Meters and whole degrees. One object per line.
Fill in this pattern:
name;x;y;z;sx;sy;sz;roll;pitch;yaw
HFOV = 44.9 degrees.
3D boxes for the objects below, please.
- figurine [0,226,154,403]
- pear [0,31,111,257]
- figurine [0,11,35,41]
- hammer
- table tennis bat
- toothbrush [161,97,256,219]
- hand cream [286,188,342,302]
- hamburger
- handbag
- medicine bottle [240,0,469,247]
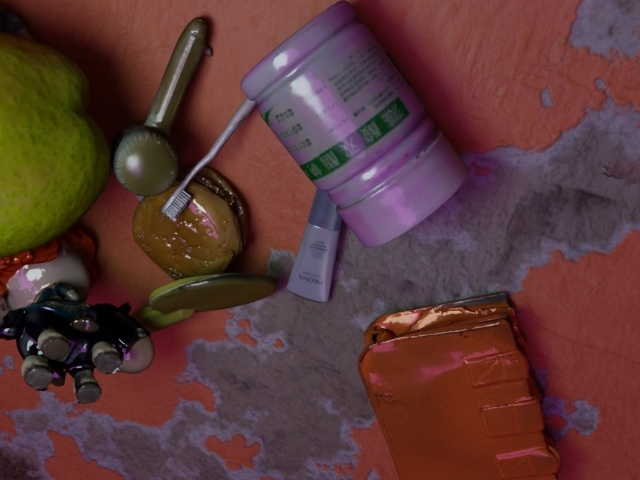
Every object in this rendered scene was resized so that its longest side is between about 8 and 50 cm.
figurine;-0.472;0.119;1.382;0.412;0.306;0.241;35;117;26
pear;-0.516;-0.146;1.205;0.391;0.391;0.391;6;116;13
figurine;-0.618;-0.403;1.306;0.224;0.205;0.382;-10;131;23
hammer;-0.257;-0.228;1.293;0.113;0.202;0.305;22;98;-24
table tennis bat;-0.238;0.114;1.436;0.368;0.224;0.054;-23;69;42
toothbrush;-0.164;-0.161;1.293;0.029;0.025;0.307;38;94;4
hand cream;0.000;0.000;1.371;0.079;0.048;0.255;17;118;6
hamburger;-0.231;-0.027;1.397;0.213;0.108;0.214;9;120;15
handbag;0.258;0.311;1.409;0.303;0.116;0.410;-14;110;18
medicine bottle;0.052;-0.174;1.184;0.212;0.212;0.325;-32;102;26
